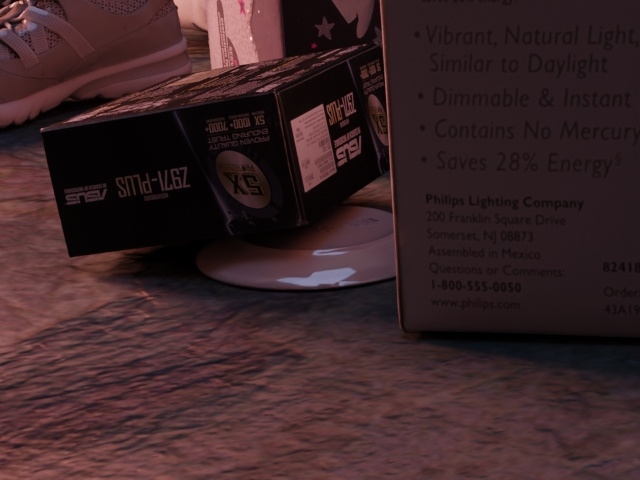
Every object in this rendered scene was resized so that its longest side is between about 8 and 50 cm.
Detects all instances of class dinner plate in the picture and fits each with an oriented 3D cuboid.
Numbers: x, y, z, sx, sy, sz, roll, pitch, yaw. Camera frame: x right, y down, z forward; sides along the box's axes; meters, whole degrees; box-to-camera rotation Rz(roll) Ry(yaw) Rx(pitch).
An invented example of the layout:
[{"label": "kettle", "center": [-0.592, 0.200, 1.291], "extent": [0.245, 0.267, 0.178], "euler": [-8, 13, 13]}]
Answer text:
[{"label": "dinner plate", "center": [0.000, 0.000, 1.118], "extent": [0.141, 0.017, 0.141], "euler": [-2, 16, 1]}]

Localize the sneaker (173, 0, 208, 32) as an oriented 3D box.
[{"label": "sneaker", "center": [-0.052, -0.232, 1.817], "extent": [0.129, 0.111, 0.297], "euler": [31, 33, 28]}]

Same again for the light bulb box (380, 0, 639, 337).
[{"label": "light bulb box", "center": [0.222, -0.151, 0.965], "extent": [0.358, 0.361, 0.225], "euler": [1, 17, 17]}]

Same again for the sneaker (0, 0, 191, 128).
[{"label": "sneaker", "center": [-0.231, -0.157, 1.530], "extent": [0.281, 0.115, 0.105], "euler": [-18, 21, -38]}]

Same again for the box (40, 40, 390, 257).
[{"label": "box", "center": [-0.052, -0.055, 1.158], "extent": [0.147, 0.077, 0.180], "euler": [-7, 11, 21]}]

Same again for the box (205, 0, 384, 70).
[{"label": "box", "center": [0.003, -0.193, 1.360], "extent": [0.142, 0.247, 0.163], "euler": [-9, 17, -21]}]
